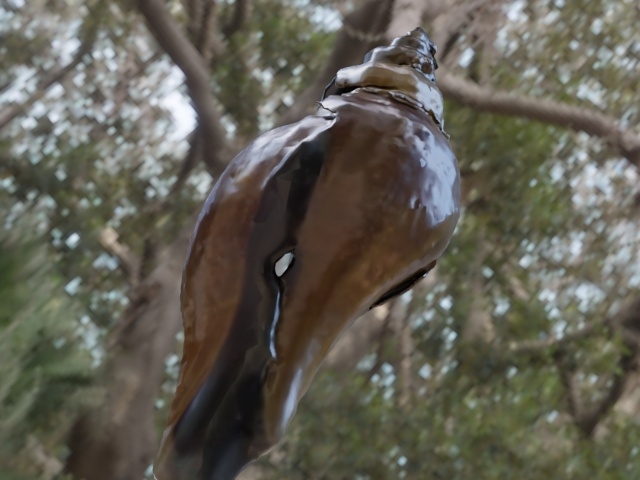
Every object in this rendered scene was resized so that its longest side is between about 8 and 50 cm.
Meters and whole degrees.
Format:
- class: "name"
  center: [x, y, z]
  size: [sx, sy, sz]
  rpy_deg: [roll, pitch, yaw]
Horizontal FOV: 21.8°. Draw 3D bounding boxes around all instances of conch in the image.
- class: "conch"
  center: [0.000, -0.006, 0.642]
  size: [0.086, 0.233, 0.080]
  rpy_deg: [37, -43, 10]
